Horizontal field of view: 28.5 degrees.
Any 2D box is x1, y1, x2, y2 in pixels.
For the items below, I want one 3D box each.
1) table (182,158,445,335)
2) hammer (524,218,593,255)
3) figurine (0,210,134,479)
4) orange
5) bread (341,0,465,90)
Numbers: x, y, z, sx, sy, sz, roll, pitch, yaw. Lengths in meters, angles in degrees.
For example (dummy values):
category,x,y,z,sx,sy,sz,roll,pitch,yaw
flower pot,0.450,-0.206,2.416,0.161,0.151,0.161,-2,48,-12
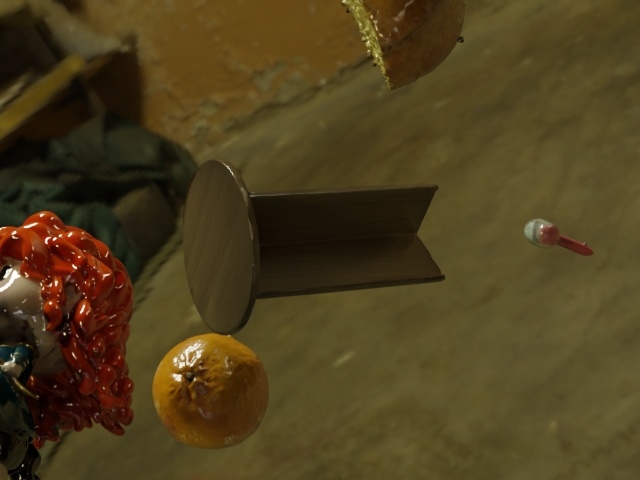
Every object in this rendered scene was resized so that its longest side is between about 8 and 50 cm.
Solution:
category,x,y,z,sx,sy,sz,roll,pitch,yaw
table,0.000,0.000,1.238,0.227,0.167,0.167,-4,4,-28
hammer,0.272,0.001,1.422,0.031,0.083,0.052,-67,15,6
figurine,-0.386,0.144,1.513,0.412,0.306,0.241,-30,-17,-53
orange,-0.164,0.225,1.891,0.177,0.177,0.155,-38,-11,-20
bread,0.129,-0.392,1.949,0.179,0.194,0.340,-21,43,-1
